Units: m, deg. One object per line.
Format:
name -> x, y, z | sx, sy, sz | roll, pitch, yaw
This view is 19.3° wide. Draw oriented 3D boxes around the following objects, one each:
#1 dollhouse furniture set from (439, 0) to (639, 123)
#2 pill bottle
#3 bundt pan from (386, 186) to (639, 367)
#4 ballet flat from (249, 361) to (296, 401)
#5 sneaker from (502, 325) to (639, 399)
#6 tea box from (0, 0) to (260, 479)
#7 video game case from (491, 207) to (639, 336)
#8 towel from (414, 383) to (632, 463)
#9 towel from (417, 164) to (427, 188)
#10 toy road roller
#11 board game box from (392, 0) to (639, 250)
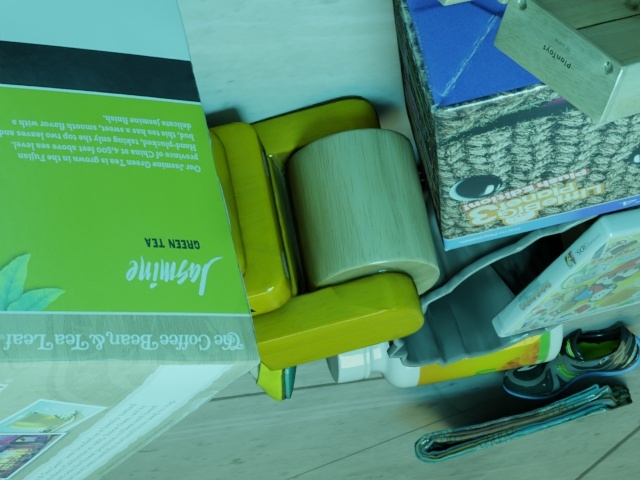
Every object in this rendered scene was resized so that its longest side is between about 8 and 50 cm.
dollhouse furniture set -> 0.246, -0.274, 1.232 | 0.174, 0.303, 0.355 | -17, 137, -42
pill bottle -> 0.127, 0.085, 2.047 | 0.245, 0.136, 0.136 | -10, 158, -9
bundt pan -> 0.195, -0.005, 1.842 | 0.331, 0.124, 0.331 | -21, 160, -8
ballet flat -> -0.059, 0.112, 2.114 | 0.077, 0.077, 0.231 | 10, 154, -1
sneaker -> 0.323, 0.151, 2.445 | 0.188, 0.067, 0.078 | -18, 137, 16
tea box -> -0.246, 0.007, 1.387 | 0.220, 0.323, 0.329 | 3, 154, -36
video game case -> 0.302, 0.019, 1.806 | 0.227, 0.026, 0.206 | -11, 156, -33
towel -> 0.285, 0.247, 2.578 | 0.271, 0.040, 0.370 | -18, 172, 12
towel -> 0.000, 0.000, 1.911 | 0.275, 0.031, 0.199 | -15, 159, 4
toy road roller -> -0.079, -0.013, 1.597 | 0.329, 0.202, 0.240 | -14, 158, 6
board game box -> 0.191, -0.130, 1.550 | 0.232, 0.141, 0.291 | -14, 158, 1
